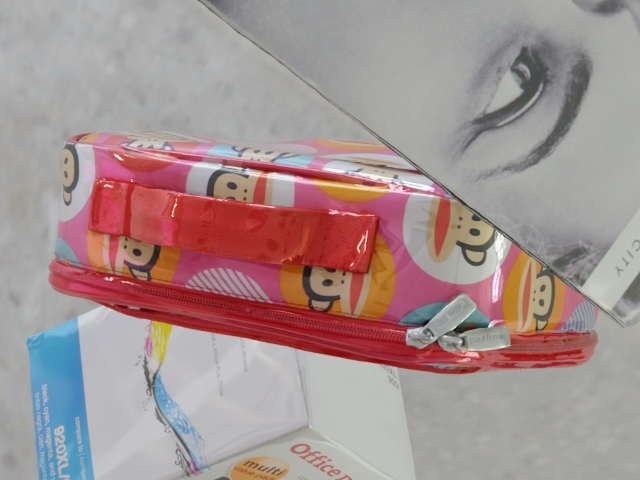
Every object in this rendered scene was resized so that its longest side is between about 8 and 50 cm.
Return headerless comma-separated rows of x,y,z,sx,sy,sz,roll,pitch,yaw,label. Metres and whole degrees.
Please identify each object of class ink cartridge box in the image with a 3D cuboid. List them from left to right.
-0.074,0.132,1.429,0.233,0.171,0.168,-24,56,21,ink cartridge box

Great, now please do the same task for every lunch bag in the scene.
0.000,0.000,1.066,0.293,0.258,0.120,10,93,30,lunch bag

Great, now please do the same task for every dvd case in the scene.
0.048,-0.102,0.459,0.221,0.018,0.164,36,90,-26,dvd case
